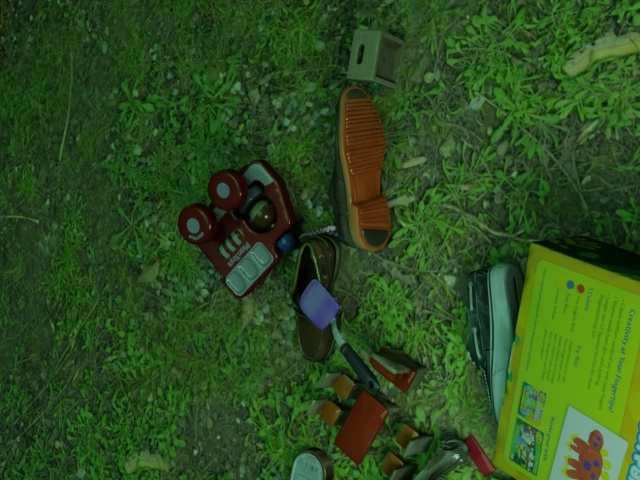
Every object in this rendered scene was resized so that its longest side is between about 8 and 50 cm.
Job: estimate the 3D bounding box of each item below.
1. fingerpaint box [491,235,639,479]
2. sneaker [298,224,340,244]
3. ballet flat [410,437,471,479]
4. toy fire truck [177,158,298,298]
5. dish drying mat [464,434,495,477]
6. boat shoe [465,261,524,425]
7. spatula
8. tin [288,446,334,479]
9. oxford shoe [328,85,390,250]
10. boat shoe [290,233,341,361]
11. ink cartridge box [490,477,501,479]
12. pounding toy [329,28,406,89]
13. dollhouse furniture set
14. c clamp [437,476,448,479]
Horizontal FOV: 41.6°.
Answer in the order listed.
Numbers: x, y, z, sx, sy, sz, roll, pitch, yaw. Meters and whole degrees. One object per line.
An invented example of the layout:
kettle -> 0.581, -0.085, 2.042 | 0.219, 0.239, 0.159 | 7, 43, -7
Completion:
fingerpaint box -> 0.511, 0.255, 1.431 | 0.371, 0.163, 0.444 | 25, 115, 50
sneaker -> 0.000, 0.000, 1.994 | 0.119, 0.047, 0.057 | -15, 90, 36
ballet flat -> 0.207, 0.494, 1.767 | 0.250, 0.084, 0.058 | -43, 83, 18
toy fire truck -> -0.178, -0.037, 2.062 | 0.254, 0.169, 0.302 | 49, 116, 9
dish drying mat -> 0.327, 0.447, 1.746 | 0.032, 0.008, 0.083 | -47, 62, 25
boat shoe -> 0.354, 0.214, 1.689 | 0.119, 0.121, 0.335 | -15, 68, 44
spatula -> 0.043, 0.210, 1.807 | 0.084, 0.030, 0.296 | -55, 49, 25
tin -> -0.029, 0.582, 1.982 | 0.106, 0.040, 0.189 | 15, 96, 40
oxford shoe -> 0.063, -0.158, 1.882 | 0.133, 0.130, 0.363 | 4, 100, 52
boat shoe -> -0.026, 0.139, 1.945 | 0.111, 0.104, 0.307 | 7, 101, 30
ink cartridge box -> 0.386, 0.537, 1.570 | 0.235, 0.056, 0.171 | 5, 59, 41
pounding toy -> 0.106, -0.391, 1.882 | 0.100, 0.130, 0.141 | 13, 95, 36
dollhouse furniture set -> 0.113, 0.362, 1.828 | 0.262, 0.135, 0.259 | 36, 108, 32
c clamp -> 0.267, 0.582, 1.772 | 0.161, 0.022, 0.137 | 39, 109, 32
